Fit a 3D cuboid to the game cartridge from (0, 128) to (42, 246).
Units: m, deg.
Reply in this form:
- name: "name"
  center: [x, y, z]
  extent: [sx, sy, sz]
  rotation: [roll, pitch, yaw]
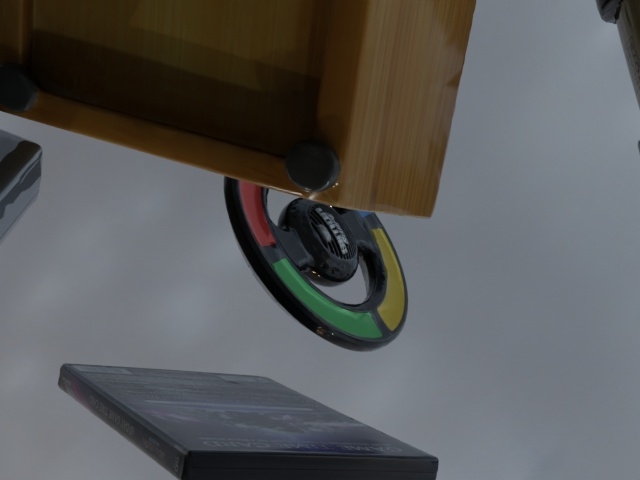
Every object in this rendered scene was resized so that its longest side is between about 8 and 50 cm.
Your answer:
- name: "game cartridge"
  center: [-0.287, -0.038, 0.486]
  extent: [0.297, 0.198, 0.062]
  rotation: [14, -74, -4]

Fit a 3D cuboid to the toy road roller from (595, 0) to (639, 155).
- name: "toy road roller"
  center: [0.314, -0.164, 0.672]
  extent: [0.241, 0.329, 0.202]
  rotation: [-14, -101, 4]

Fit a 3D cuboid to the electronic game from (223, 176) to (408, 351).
- name: "electronic game"
  center: [0.000, 0.000, 1.013]
  extent: [0.048, 0.229, 0.229]
  rotation: [-36, -110, 29]

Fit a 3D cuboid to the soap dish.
- name: "soap dish"
  center: [-0.039, -0.163, 0.488]
  extent: [0.229, 0.118, 0.290]
  rotation: [17, -64, 19]

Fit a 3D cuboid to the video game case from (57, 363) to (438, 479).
- name: "video game case"
  center: [-0.067, 0.138, 0.838]
  extent: [0.274, 0.196, 0.026]
  rotation: [14, -85, 60]
